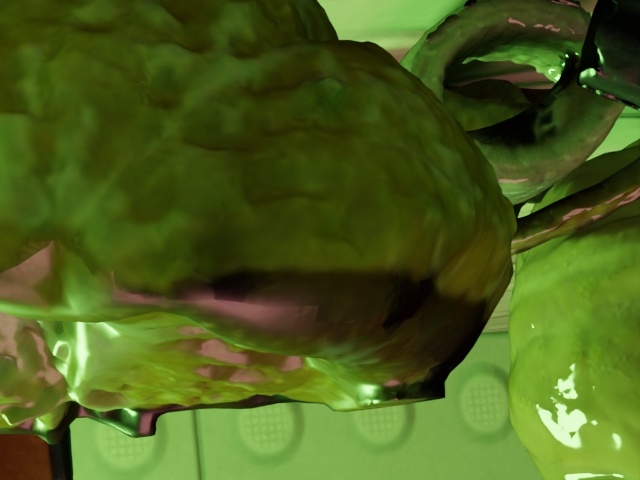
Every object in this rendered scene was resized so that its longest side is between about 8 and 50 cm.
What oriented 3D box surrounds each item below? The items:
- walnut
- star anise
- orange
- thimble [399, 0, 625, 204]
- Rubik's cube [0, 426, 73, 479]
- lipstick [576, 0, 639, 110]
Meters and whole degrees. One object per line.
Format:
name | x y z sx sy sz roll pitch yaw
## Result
walnut | 0.311 0.074 1.280 0.381 0.381 0.381 -6 173 -1
star anise | 0.057 -0.040 1.135 0.349 0.109 0.292 -5 -179 -3
orange | -0.108 -0.020 0.731 0.368 0.210 0.271 -4 171 1
thimble | 0.091 -0.071 0.940 0.115 0.102 0.090 -34 178 -11
Rubik's cube | -0.268 0.074 1.279 0.183 0.180 0.167 -3 -159 -7
lipstick | 0.323 -0.034 0.852 0.418 0.077 0.077 21 175 6
